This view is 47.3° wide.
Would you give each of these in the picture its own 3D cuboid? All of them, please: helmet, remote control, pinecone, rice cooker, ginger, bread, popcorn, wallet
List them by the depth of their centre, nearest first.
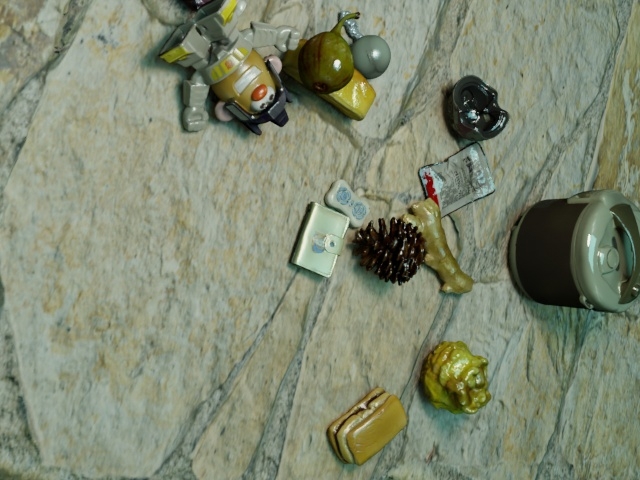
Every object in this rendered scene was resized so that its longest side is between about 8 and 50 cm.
[{"bbox_3d":[0.022,-0.371,1.690,0.246,0.102,0.094,30,79,-28],"label":"bread"},{"bbox_3d":[0.000,0.000,1.700,0.110,0.039,0.155,24,77,-20],"label":"wallet"},{"bbox_3d":[0.158,0.018,1.747,0.165,0.163,0.162,19,78,-11],"label":"pinecone"},{"bbox_3d":[0.067,-0.088,1.754,0.122,0.032,0.074,41,68,-28],"label":"remote control"},{"bbox_3d":[0.117,0.450,1.760,0.200,0.077,0.116,-33,115,-29],"label":"bread"},{"bbox_3d":[0.353,0.350,1.871,0.198,0.156,0.197,12,70,-36],"label":"popcorn"},{"bbox_3d":[0.313,0.026,1.899,0.118,0.065,0.298,-39,109,-14],"label":"ginger"},{"bbox_3d":[0.402,-0.338,1.943,0.153,0.107,0.176,-27,85,-28],"label":"helmet"},{"bbox_3d":[0.736,0.030,2.026,0.335,0.325,0.335,0,89,-34],"label":"rice cooker"}]

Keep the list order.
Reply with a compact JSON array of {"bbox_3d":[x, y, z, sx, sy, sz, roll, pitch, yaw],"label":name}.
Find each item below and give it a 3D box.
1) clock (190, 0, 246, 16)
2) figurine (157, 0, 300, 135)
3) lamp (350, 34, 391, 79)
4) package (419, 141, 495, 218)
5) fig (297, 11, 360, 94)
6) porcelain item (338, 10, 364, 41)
[{"bbox_3d":[-0.236,-0.570,1.519,0.195,0.100,0.194,30,70,-33],"label":"clock"},{"bbox_3d":[-0.175,-0.353,1.519,0.308,0.308,0.143,28,31,-30],"label":"figurine"},{"bbox_3d":[0.117,-0.440,1.749,0.105,0.105,0.105,0,89,-34],"label":"lamp"},{"bbox_3d":[0.369,-0.160,1.959,0.239,0.030,0.154,-26,105,-31],"label":"package"},{"bbox_3d":[0.034,-0.424,1.578,0.124,0.124,0.236,37,64,-28],"label":"fig"},{"bbox_3d":[0.074,-0.520,1.766,0.036,0.028,0.083,-47,113,-22],"label":"porcelain item"}]
